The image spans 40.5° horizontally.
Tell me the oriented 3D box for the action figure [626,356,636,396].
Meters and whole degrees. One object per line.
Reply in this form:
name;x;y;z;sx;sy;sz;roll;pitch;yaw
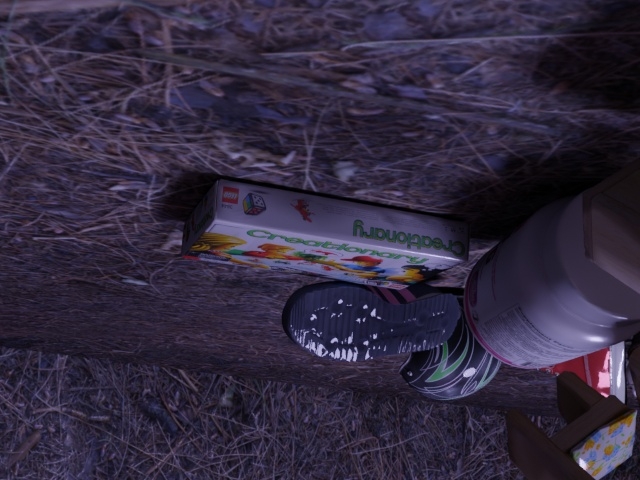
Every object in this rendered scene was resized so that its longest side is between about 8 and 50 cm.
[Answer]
action figure;0.627;0.267;1.663;0.276;0.140;0.164;3;-164;13

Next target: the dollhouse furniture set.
dollhouse furniture set;0.367;0.128;0.697;0.362;0.256;0.394;-31;132;-15

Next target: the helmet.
helmet;0.208;0.174;1.394;0.169;0.161;0.169;-2;170;0

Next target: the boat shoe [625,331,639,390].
boat shoe;0.712;0.218;1.509;0.355;0.130;0.132;14;145;-2

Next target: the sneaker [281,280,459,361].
sneaker;0.051;0.102;1.241;0.319;0.112;0.131;8;-170;-42

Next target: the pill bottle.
pill bottle;0.268;0.044;0.944;0.160;0.160;0.283;6;164;-6

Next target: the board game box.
board game box;0.000;0.000;1.051;0.305;0.053;0.193;9;164;-17

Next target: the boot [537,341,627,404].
boot;0.466;0.263;1.584;0.176;0.244;0.088;-2;-163;21
